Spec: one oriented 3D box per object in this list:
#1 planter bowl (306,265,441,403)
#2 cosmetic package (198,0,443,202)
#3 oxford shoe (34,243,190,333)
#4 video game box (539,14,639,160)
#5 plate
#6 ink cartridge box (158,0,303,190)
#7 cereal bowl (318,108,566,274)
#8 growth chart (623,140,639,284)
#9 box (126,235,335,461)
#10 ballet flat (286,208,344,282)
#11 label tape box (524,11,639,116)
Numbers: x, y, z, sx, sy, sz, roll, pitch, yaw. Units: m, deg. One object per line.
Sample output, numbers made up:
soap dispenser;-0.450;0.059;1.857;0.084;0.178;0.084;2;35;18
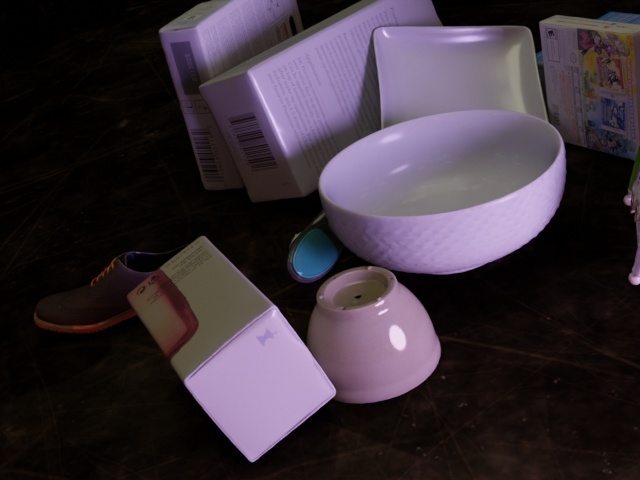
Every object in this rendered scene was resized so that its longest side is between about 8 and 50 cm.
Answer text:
planter bowl;0.054;0.099;1.090;0.162;0.109;0.162;-11;28;6
cosmetic package;0.033;-0.271;1.634;0.453;0.230;0.161;-35;19;-34
oxford shoe;-0.297;0.064;1.344;0.271;0.098;0.097;-13;27;5
video game box;0.429;-0.238;1.423;0.048;0.205;0.187;-26;30;-22
plate;0.231;-0.241;1.538;0.277;0.045;0.278;-1;62;-2
ink cartridge box;-0.137;-0.318;1.747;0.091;0.308;0.385;0;31;25
cereal bowl;0.173;-0.054;1.279;0.338;0.141;0.339;-12;28;6
growth chart;0.408;-0.061;1.154;0.021;0.172;0.237;8;35;11
box;-0.110;0.119;1.071;0.126;0.149;0.232;-38;32;-9
ballet flat;0.000;0.000;1.359;0.074;0.074;0.203;5;40;34
label tape box;0.558;-0.281;1.540;0.249;0.115;0.347;-31;34;-27
